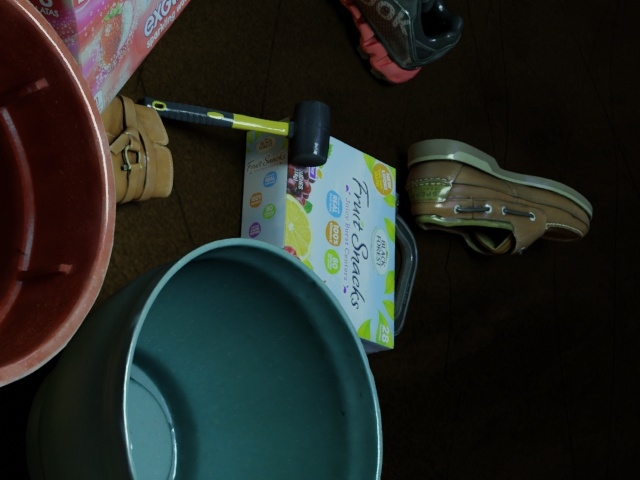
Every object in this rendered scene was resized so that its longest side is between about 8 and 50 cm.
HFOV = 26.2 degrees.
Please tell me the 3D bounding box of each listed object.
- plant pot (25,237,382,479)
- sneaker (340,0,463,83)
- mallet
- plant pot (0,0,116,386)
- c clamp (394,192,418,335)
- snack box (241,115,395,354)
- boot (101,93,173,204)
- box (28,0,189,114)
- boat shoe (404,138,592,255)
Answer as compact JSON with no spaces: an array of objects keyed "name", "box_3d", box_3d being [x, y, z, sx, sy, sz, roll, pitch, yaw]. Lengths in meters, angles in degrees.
[{"name":"plant pot","box_3d":[-0.116,0.161,1.127,0.293,0.196,0.293,20,63,-47]},{"name":"sneaker","box_3d":[0.064,-0.303,1.542,0.276,0.135,0.097,51,46,-26]},{"name":"mallet","box_3d":[-0.079,-0.106,1.328,0.189,0.039,0.062,1,75,-20]},{"name":"plant pot","box_3d":[-0.321,-0.021,0.876,0.272,0.265,0.272,20,64,-47]},{"name":"c clamp","box_3d":[0.073,0.020,1.535,0.137,0.022,0.161,50,44,-50]},{"name":"snack box","box_3d":[0.000,0.000,1.419,0.174,0.070,0.207,24,62,-44]},{"name":"boot","box_3d":[-0.190,-0.047,1.203,0.152,0.073,0.197,13,72,-53]},{"name":"box","box_3d":[-0.192,-0.256,1.159,0.154,0.142,0.300,93,19,-45]},{"name":"boat shoe","box_3d":[0.215,-0.029,1.675,0.307,0.110,0.104,16,70,-37]}]
